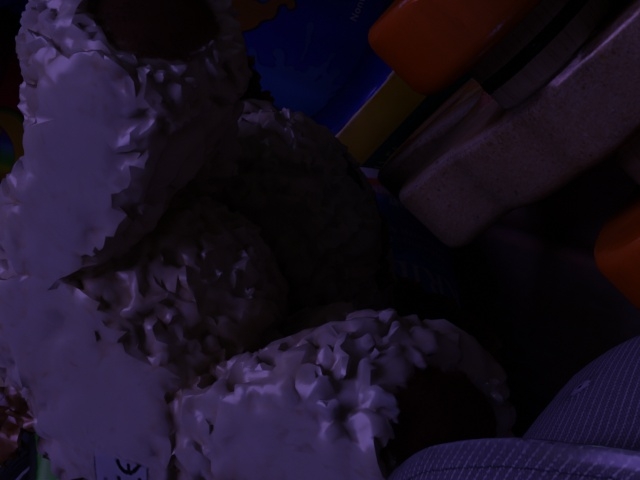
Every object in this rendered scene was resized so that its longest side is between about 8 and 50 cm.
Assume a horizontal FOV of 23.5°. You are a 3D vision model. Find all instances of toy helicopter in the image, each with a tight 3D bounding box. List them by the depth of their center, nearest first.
[{"bbox_3d":[0.111,-0.085,0.649,0.235,0.140,0.355,-48,5,-16],"label":"toy helicopter"}]

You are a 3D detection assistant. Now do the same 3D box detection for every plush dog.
[{"bbox_3d":[-0.041,0.016,0.670,0.210,0.225,0.262,-37,88,29],"label":"plush dog"}]

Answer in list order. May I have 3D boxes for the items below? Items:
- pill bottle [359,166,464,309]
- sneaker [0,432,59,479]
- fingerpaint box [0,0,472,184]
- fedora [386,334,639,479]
[{"bbox_3d":[0.023,0.081,0.804,0.124,0.124,0.222,-52,36,41],"label":"pill bottle"},{"bbox_3d":[-0.140,0.179,0.871,0.202,0.185,0.483,-49,1,-1],"label":"sneaker"},{"bbox_3d":[-0.094,-0.167,0.817,0.445,0.371,0.163,-45,33,43],"label":"fingerpaint box"},{"bbox_3d":[0.149,0.106,0.484,0.275,0.243,0.124,-26,26,55],"label":"fedora"}]
